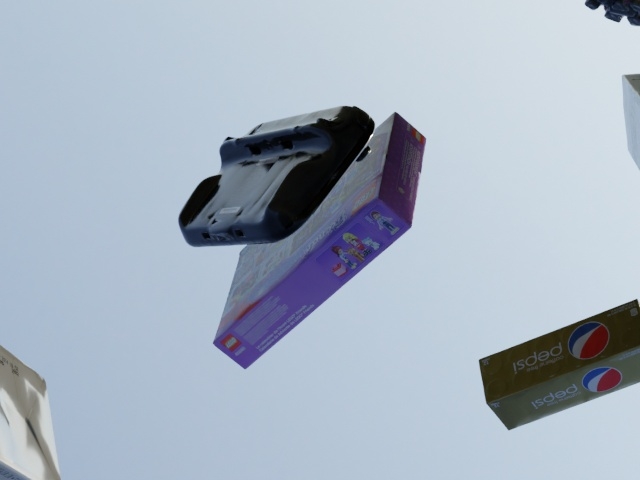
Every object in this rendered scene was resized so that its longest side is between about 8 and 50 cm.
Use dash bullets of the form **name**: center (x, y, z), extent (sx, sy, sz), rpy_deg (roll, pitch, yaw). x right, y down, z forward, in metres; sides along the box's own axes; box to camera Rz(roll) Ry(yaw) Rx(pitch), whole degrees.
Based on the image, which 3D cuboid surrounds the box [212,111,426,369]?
- **box**: center (0.000, 0.000, 2.107), extent (0.057, 0.293, 0.201), rpy_deg (39, -149, -16)

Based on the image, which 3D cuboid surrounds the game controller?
- **game controller**: center (-0.053, -0.064, 1.899), extent (0.067, 0.166, 0.319), rpy_deg (34, 166, -19)

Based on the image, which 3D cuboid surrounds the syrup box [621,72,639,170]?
- **syrup box**: center (0.390, -0.127, 1.960), extent (0.096, 0.093, 0.237), rpy_deg (-4, -168, 6)

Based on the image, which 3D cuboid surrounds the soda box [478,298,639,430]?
- **soda box**: center (0.257, 0.129, 1.831), extent (0.058, 0.181, 0.061), rpy_deg (49, -155, -42)

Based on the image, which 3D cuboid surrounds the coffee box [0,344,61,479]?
- **coffee box**: center (-0.382, 0.179, 1.441), extent (0.297, 0.168, 0.119), rpy_deg (-18, -116, 10)

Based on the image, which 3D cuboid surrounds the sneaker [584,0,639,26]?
- **sneaker**: center (0.190, -0.300, 1.337), extent (0.121, 0.112, 0.299), rpy_deg (8, 145, 50)
